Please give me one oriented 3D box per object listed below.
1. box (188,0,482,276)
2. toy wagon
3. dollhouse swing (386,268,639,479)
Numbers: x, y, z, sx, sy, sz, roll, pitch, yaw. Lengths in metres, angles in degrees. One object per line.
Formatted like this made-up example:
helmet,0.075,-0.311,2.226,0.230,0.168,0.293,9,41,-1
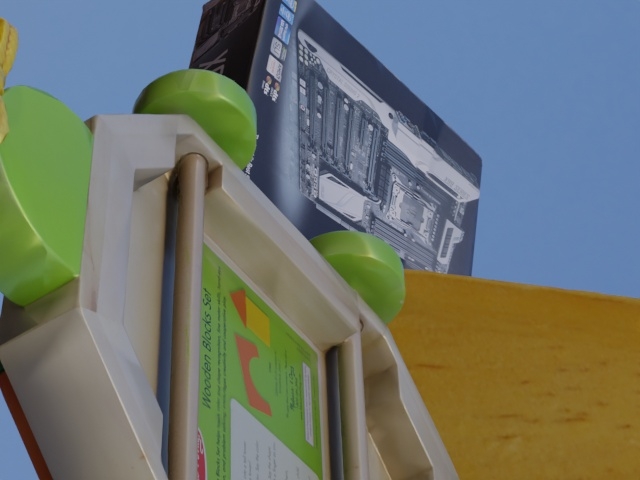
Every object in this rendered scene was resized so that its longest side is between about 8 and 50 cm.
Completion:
box,0.000,0.000,1.320,0.076,0.242,0.307,-25,-142,34
toy wagon,-0.046,0.047,0.764,0.068,0.344,0.267,-29,-143,22
dollhouse swing,0.149,0.234,1.057,0.315,0.305,0.346,7,-105,16
